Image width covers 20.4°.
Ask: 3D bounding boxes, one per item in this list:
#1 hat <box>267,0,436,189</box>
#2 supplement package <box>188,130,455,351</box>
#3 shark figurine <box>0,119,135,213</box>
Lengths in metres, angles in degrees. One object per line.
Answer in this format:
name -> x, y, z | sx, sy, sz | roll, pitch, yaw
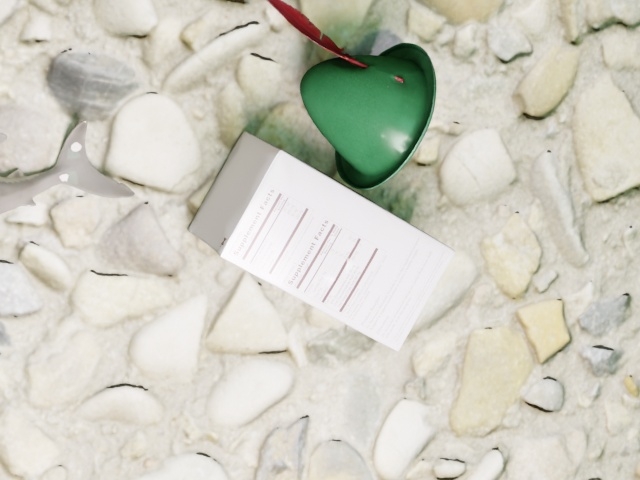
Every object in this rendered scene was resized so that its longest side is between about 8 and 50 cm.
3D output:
hat -> -0.003, -0.171, 1.927 | 0.183, 0.208, 0.173 | 23, 97, -30
supplement package -> 0.000, 0.000, 1.983 | 0.244, 0.139, 0.134 | 29, 91, -24
shark figurine -> -0.334, -0.037, 1.844 | 0.166, 0.116, 0.278 | -40, 160, 25
